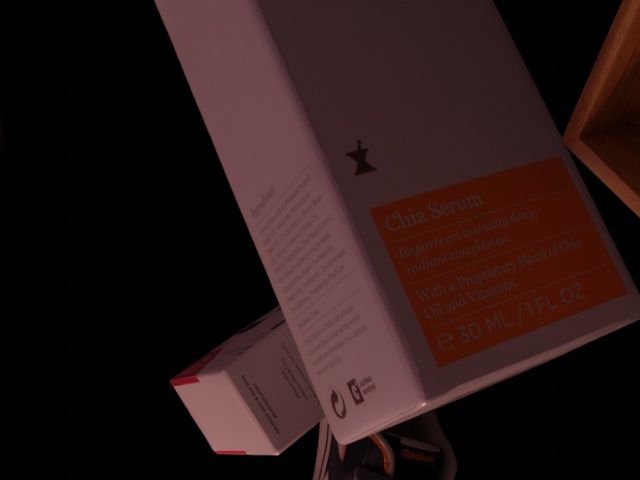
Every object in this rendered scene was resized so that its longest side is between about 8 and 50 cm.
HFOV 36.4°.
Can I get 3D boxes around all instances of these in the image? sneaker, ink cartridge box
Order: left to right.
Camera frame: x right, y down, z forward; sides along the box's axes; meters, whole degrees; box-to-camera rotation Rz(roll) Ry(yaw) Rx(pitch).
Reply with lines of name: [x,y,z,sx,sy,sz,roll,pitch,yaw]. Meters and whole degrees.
ink cartridge box: [-0.013,0.113,1.007,0.100,0.237,0.172,58,152,-5]
sneaker: [0.060,0.272,1.001,0.127,0.126,0.321,-24,55,46]

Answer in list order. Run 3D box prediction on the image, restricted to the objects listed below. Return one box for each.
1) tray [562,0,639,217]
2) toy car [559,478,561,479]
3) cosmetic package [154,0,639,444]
tray: [0.286,-0.157,0.515,0.203,0.076,0.411,53,147,33]
toy car: [0.242,0.255,0.871,0.122,0.060,0.041,28,86,33]
cosmetic package: [0.050,-0.090,0.815,0.453,0.230,0.161,66,151,12]
